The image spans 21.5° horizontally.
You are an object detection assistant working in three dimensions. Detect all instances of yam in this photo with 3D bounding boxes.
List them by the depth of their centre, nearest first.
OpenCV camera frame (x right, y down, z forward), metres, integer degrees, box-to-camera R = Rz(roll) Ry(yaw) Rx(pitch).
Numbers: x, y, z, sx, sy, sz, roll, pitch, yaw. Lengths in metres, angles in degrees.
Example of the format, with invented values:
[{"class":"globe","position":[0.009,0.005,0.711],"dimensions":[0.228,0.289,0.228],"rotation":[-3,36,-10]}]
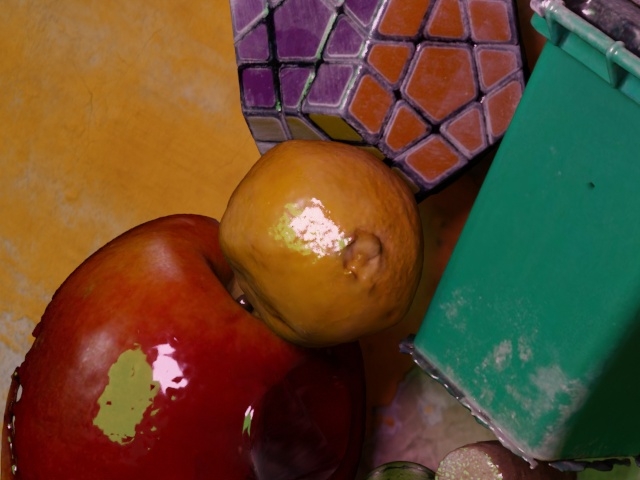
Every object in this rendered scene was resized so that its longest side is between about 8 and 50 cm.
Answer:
[{"class":"yam","position":[0.171,0.222,1.539],"dimensions":[0.084,0.127,0.084],"rotation":[-5,82,39]}]

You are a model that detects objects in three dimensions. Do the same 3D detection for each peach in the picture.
[{"class":"peach","position":[-0.120,0.181,1.644],"dimensions":[0.310,0.335,0.406],"rotation":[11,86,44]}]

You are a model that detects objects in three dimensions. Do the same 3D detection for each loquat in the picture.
[{"class":"loquat","position":[0.000,0.000,1.494],"dimensions":[0.234,0.176,0.187],"rotation":[-177,71,-75]}]

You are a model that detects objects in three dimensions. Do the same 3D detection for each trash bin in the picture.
[{"class":"trash bin","position":[0.253,-0.008,1.424],"dimensions":[0.259,0.295,0.381],"rotation":[42,113,37]}]

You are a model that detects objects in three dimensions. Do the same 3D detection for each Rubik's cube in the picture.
[{"class":"Rubik's cube","position":[0.063,-0.175,1.612],"dimensions":[0.319,0.319,0.264],"rotation":[49,138,34]}]

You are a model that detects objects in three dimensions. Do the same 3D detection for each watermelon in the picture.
[{"class":"watermelon","position":[0.084,0.260,1.621],"dimensions":[0.109,0.109,0.109],"rotation":[-9,76,38]}]
